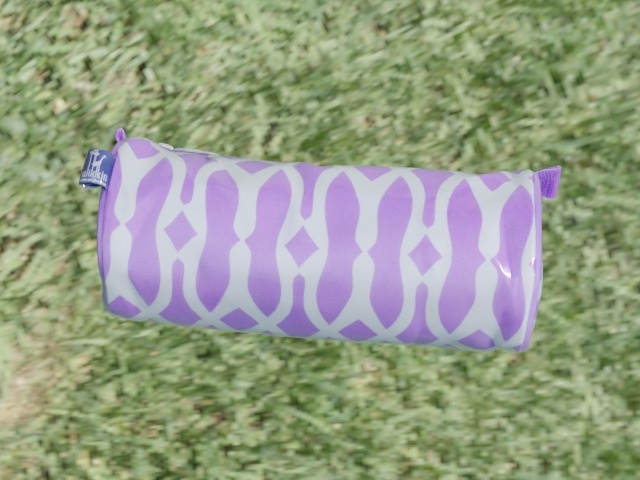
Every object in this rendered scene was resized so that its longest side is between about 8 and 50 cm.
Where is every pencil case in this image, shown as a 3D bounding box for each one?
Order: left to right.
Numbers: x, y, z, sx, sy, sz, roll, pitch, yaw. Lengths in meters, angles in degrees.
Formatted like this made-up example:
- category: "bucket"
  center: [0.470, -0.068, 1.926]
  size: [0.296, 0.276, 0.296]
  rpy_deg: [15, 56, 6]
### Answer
- category: "pencil case"
  center: [0.000, 0.000, 0.766]
  size: [0.206, 0.086, 0.088]
  rpy_deg: [7, 51, 2]
